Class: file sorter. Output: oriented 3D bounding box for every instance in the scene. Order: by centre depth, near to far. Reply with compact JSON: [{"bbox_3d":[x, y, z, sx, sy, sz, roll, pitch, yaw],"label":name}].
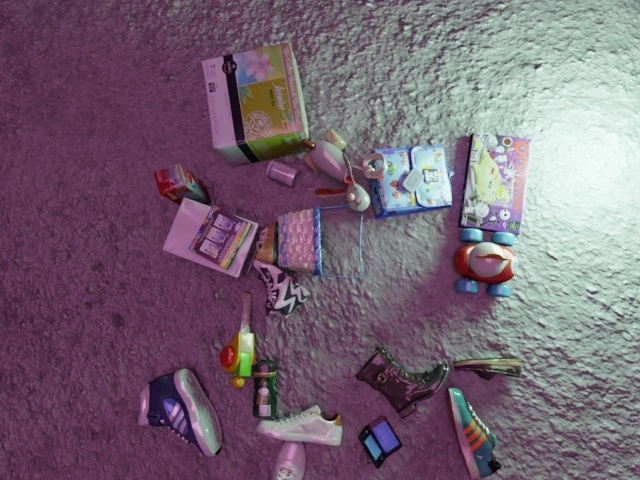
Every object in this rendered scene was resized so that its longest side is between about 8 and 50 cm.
[{"bbox_3d":[-0.364,-0.002,1.591,0.278,0.173,0.193,20,84,7],"label":"file sorter"}]

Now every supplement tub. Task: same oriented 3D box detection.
[{"bbox_3d":[-0.139,-0.248,1.653,0.107,0.071,0.071,25,86,8],"label":"supplement tub"}]

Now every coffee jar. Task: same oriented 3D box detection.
[{"bbox_3d":[-0.192,0.508,1.554,0.079,0.096,0.184,0,83,2],"label":"coffee jar"}]

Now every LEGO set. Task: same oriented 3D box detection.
[{"bbox_3d":[0.142,0.735,1.533,0.083,0.023,0.054,19,85,7],"label":"LEGO set"}]

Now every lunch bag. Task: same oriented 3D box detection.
[{"bbox_3d":[0.329,-0.211,1.594,0.293,0.138,0.221,-8,83,-8],"label":"lunch bag"}]

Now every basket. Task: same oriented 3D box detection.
[{"bbox_3d":[0.000,0.000,1.544,0.289,0.201,0.254,1,81,6],"label":"basket"}]

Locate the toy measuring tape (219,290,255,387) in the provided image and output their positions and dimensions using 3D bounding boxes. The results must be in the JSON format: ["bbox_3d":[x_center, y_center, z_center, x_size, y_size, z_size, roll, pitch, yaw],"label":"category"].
[{"bbox_3d":[-0.292,0.350,1.590,0.121,0.121,0.330,-4,66,5],"label":"toy measuring tape"}]

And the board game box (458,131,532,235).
[{"bbox_3d":[0.617,-0.202,1.593,0.208,0.056,0.346,9,84,2],"label":"board game box"}]

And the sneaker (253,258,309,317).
[{"bbox_3d":[-0.167,0.178,1.557,0.235,0.094,0.153,40,79,-26],"label":"sneaker"}]

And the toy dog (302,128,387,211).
[{"bbox_3d":[0.042,-0.253,1.529,0.334,0.161,0.220,37,108,37],"label":"toy dog"}]

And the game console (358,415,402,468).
[{"bbox_3d":[0.202,0.676,1.513,0.071,0.107,0.122,-38,80,29],"label":"game console"}]

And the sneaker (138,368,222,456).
[{"bbox_3d":[-0.505,0.625,1.564,0.236,0.130,0.322,-27,86,11],"label":"sneaker"}]

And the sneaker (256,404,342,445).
[{"bbox_3d":[-0.068,0.613,1.525,0.290,0.106,0.123,10,78,-11],"label":"sneaker"}]

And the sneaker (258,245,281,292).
[{"bbox_3d":[-0.194,0.111,1.621,0.089,0.051,0.170,-34,93,0],"label":"sneaker"}]

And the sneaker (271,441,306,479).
[{"bbox_3d":[-0.125,0.812,1.476,0.108,0.169,0.292,14,83,8],"label":"sneaker"}]

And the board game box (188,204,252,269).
[{"bbox_3d":[-0.329,-0.011,1.479,0.141,0.048,0.170,28,84,5],"label":"board game box"}]

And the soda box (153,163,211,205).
[{"bbox_3d":[-0.478,-0.181,1.577,0.092,0.263,0.083,-20,80,2],"label":"soda box"}]

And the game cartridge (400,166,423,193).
[{"bbox_3d":[0.313,-0.201,1.523,0.056,0.017,0.083,39,74,-5],"label":"game cartridge"}]

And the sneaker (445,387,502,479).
[{"bbox_3d":[0.502,0.621,1.478,0.121,0.108,0.302,-17,90,2],"label":"sneaker"}]

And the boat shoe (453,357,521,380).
[{"bbox_3d":[0.561,0.431,1.504,0.224,0.080,0.073,-2,78,0],"label":"boat shoe"}]

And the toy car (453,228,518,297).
[{"bbox_3d":[0.559,0.068,1.467,0.210,0.238,0.219,7,84,6],"label":"toy car"}]

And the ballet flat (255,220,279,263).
[{"bbox_3d":[-0.183,-0.003,1.558,0.073,0.232,0.080,3,120,-3],"label":"ballet flat"}]

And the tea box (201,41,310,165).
[{"bbox_3d":[-0.220,-0.477,1.612,0.324,0.220,0.329,-11,82,3],"label":"tea box"}]

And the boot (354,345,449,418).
[{"bbox_3d":[0.275,0.446,1.522,0.263,0.091,0.229,-43,82,1],"label":"boot"}]
